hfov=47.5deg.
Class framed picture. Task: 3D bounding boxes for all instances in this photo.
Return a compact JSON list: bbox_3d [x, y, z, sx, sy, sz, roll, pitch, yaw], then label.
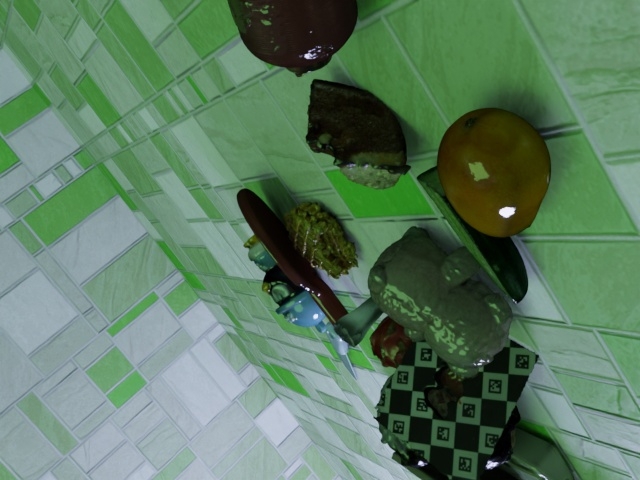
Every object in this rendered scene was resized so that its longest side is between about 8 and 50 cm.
[{"bbox_3d":[0.360,0.550,1.673,0.335,0.022,0.247,14,-174,-41],"label":"framed picture"}]

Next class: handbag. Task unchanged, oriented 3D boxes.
[{"bbox_3d":[0.451,0.499,1.617,0.219,0.079,0.256,54,160,-26],"label":"handbag"}]

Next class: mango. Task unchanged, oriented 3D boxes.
[{"bbox_3d":[0.226,-0.086,0.966,0.151,0.120,0.221,39,165,20],"label":"mango"}]

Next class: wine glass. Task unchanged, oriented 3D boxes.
[{"bbox_3d":[0.104,0.157,1.584,0.072,0.155,0.072,41,159,20],"label":"wine glass"}]

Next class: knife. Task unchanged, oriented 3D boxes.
[{"bbox_3d":[0.061,0.326,2.148,0.080,0.044,0.331,36,159,29],"label":"knife"}]

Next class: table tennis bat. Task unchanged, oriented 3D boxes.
[{"bbox_3d":[-0.063,0.043,1.738,0.414,0.051,0.268,52,-172,-12],"label":"table tennis bat"}]

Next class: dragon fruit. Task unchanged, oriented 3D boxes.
[{"bbox_3d":[0.184,0.221,1.593,0.136,0.133,0.166,10,-178,-32],"label":"dragon fruit"}]

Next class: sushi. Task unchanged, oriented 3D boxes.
[{"bbox_3d":[0.273,0.391,1.574,0.171,0.211,0.350,8,171,-31],"label":"sushi"},{"bbox_3d":[0.265,0.294,1.418,0.264,0.290,0.050,30,-174,39],"label":"sushi"}]

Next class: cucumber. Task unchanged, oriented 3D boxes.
[{"bbox_3d":[0.251,-0.010,1.122,0.244,0.063,0.115,54,-177,-16],"label":"cucumber"}]

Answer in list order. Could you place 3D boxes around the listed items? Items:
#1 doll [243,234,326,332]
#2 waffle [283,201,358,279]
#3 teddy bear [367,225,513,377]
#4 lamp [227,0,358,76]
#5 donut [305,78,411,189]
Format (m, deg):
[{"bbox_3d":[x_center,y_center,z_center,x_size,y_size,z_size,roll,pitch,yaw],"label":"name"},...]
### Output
[{"bbox_3d":[-0.084,0.114,1.909,0.314,0.141,0.177,52,155,1],"label":"doll"},{"bbox_3d":[0.000,0.000,1.636,0.193,0.070,0.197,53,159,-9],"label":"waffle"},{"bbox_3d":[0.212,0.105,1.283,0.267,0.151,0.236,33,128,14],"label":"teddy bear"},{"bbox_3d":[-0.043,-0.343,0.981,0.180,0.180,0.258,33,155,35],"label":"lamp"},{"bbox_3d":[0.060,-0.165,1.182,0.187,0.144,0.126,14,160,4],"label":"donut"}]
